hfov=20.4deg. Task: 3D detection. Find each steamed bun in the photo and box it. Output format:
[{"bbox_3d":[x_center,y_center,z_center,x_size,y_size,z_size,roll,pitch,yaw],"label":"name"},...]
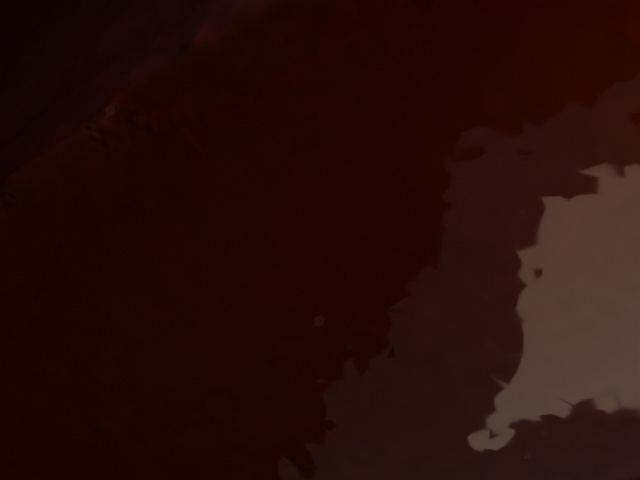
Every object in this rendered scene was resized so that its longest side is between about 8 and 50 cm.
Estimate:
[{"bbox_3d":[0.000,0.000,0.517,0.379,0.235,0.248,-29,126,32],"label":"steamed bun"}]
